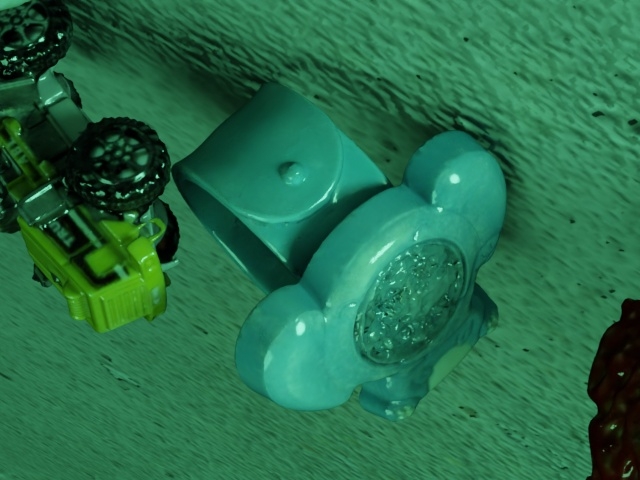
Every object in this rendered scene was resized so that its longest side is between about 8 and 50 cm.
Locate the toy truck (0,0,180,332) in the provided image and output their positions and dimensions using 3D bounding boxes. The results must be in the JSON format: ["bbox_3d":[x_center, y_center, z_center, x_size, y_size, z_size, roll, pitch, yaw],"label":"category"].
[{"bbox_3d":[-0.186,-0.070,1.056,0.286,0.111,0.136,52,162,20],"label":"toy truck"}]

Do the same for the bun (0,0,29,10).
[{"bbox_3d":[-0.131,-0.204,0.574,0.211,0.362,0.362,50,153,-2],"label":"bun"}]

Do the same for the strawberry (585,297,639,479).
[{"bbox_3d":[0.296,0.110,0.878,0.261,0.261,0.257,35,161,-16],"label":"strawberry"}]

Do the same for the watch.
[{"bbox_3d":[0.000,0.000,1.054,0.193,0.211,0.211,38,166,38],"label":"watch"}]
